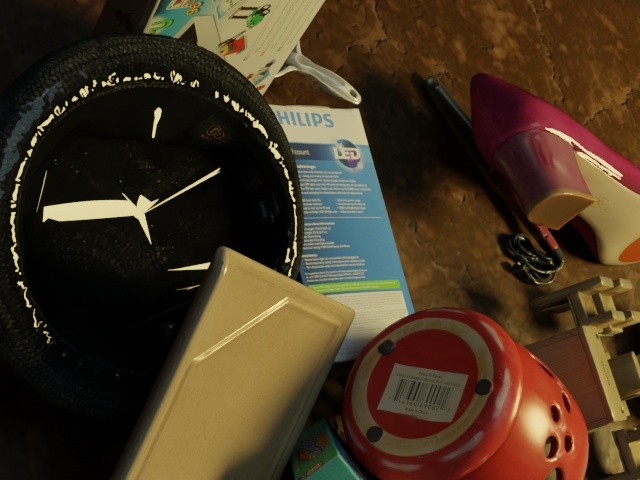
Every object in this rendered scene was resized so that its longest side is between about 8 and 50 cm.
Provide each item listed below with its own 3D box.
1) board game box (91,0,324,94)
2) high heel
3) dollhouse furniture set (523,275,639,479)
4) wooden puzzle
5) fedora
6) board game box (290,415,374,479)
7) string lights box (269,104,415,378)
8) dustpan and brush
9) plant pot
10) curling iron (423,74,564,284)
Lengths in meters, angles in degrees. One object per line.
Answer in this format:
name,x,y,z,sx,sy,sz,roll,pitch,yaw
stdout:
board game box,-0.094,-0.183,1.081,0.193,0.305,0.053,-20,74,-31
high heel,0.312,-0.085,1.489,0.377,0.127,0.181,19,42,-52
dollhouse furniture set,0.257,0.163,1.358,0.242,0.161,0.212,9,62,-60
wooden puzzle,-0.074,0.129,1.025,0.239,0.044,0.221,30,84,-60
fedora,-0.172,-0.012,1.036,0.334,0.152,0.334,-5,97,-45
board game box,0.054,0.260,1.111,0.047,0.160,0.210,-38,96,-1
string lights box,0.000,0.000,1.243,0.133,0.077,0.259,-1,70,-39
dustpan and brush,-0.053,-0.194,1.307,0.211,0.060,0.147,37,51,-18
plant pot,0.126,0.161,1.151,0.174,0.191,0.191,51,40,-46
curling iron,0.196,-0.071,1.461,0.068,0.035,0.274,-26,87,-43
